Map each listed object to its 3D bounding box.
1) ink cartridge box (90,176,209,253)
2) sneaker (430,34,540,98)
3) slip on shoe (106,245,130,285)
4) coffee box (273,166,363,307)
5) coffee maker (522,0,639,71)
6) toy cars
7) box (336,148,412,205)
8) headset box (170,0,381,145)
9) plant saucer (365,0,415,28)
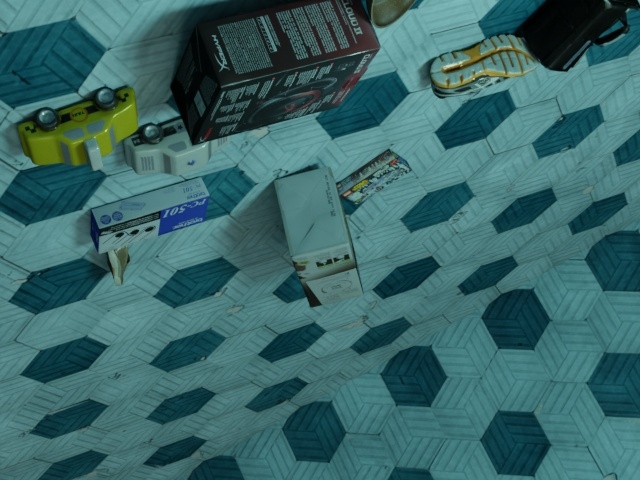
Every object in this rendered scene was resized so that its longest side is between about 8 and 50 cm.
[{"bbox_3d":[-0.304,-0.045,2.287,0.207,0.046,0.097,-18,157,-19],"label":"ink cartridge box"},{"bbox_3d":[0.295,-0.311,2.330,0.214,0.084,0.083,-12,157,-10],"label":"sneaker"},{"bbox_3d":[-0.373,0.040,2.391,0.041,0.051,0.135,-18,148,-13],"label":"slip on shoe"},{"bbox_3d":[0.000,0.000,2.530,0.118,0.168,0.297,-14,157,2],"label":"coffee box"},{"bbox_3d":[0.445,-0.399,2.282,0.171,0.120,0.178,19,133,-29],"label":"coffee maker"},{"bbox_3d":[-0.288,-0.151,2.023,0.393,0.087,0.176,3,144,-50],"label":"toy cars"},{"bbox_3d":[0.107,-0.126,2.579,0.137,0.027,0.094,-34,155,16],"label":"box"},{"bbox_3d":[-0.059,-0.265,1.953,0.293,0.110,0.218,-17,167,-21],"label":"headset box"},{"bbox_3d":[0.121,-0.406,1.887,0.199,0.036,0.199,-50,164,-20],"label":"plant saucer"}]
